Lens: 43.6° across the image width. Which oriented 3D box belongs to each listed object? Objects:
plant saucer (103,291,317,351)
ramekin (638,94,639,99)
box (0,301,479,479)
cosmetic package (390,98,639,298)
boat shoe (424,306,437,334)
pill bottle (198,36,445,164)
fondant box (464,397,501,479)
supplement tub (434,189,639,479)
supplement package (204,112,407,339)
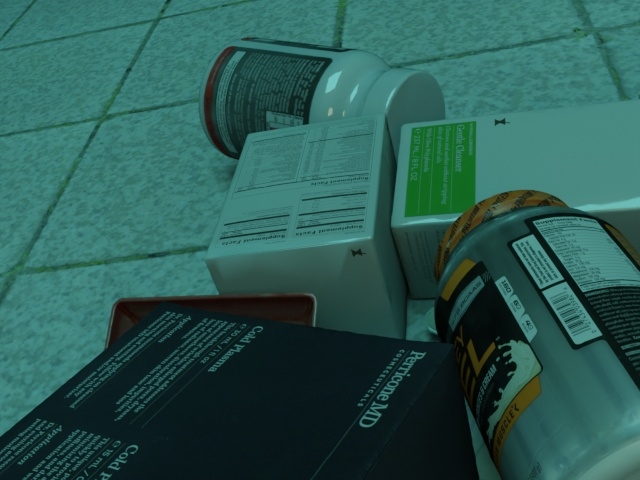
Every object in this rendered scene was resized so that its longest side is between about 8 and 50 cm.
[{"bbox_3d":[-0.129,0.189,0.887,0.258,0.048,0.259,-3,65,17],"label":"plant saucer"},{"bbox_3d":[0.526,-0.180,1.057,0.207,0.207,0.109,0,31,21],"label":"ramekin"},{"bbox_3d":[-0.091,0.224,0.607,0.312,0.179,0.343,4,31,35],"label":"box"},{"bbox_3d":[0.287,-0.050,1.002,0.366,0.155,0.197,-6,47,16],"label":"cosmetic package"},{"bbox_3d":[0.190,0.091,0.969,0.125,0.038,0.046,-14,78,12],"label":"boat shoe"},{"bbox_3d":[-0.002,-0.204,1.275,0.363,0.210,0.210,17,48,36],"label":"pill bottle"},{"bbox_3d":[0.242,0.251,0.698,0.330,0.096,0.238,7,42,26],"label":"fondant box"},{"bbox_3d":[0.211,0.100,0.665,0.194,0.193,0.316,-16,35,0],"label":"supplement tub"},{"bbox_3d":[0.000,0.000,1.021,0.198,0.199,0.262,-7,38,14],"label":"supplement package"}]
